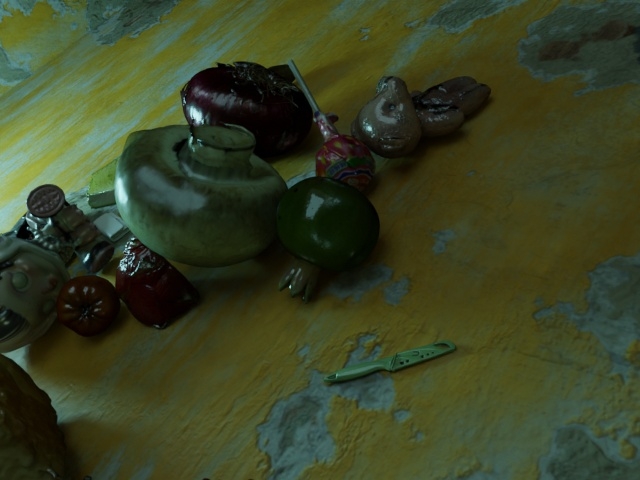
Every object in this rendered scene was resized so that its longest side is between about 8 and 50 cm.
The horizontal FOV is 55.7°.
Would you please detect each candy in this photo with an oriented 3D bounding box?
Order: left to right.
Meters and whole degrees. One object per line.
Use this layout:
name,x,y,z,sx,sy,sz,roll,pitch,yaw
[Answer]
candy,0.001,-0.251,1.279,0.124,0.124,0.365,-27,64,2

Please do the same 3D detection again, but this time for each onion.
onion,-0.177,-0.294,1.432,0.314,0.232,0.314,15,26,-8

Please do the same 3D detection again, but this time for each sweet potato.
sweet potato,-0.178,-0.381,1.663,0.285,0.085,0.112,-49,7,-8

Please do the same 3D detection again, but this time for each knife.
knife,0.102,0.185,0.907,0.207,0.014,0.030,-19,38,11

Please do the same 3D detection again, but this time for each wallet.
wallet,-0.525,-0.038,1.524,0.061,0.025,0.122,-38,39,-22

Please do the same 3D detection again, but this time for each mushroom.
mushroom,-0.224,-0.099,1.176,0.353,0.260,0.352,14,30,-8

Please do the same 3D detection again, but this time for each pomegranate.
pomegranate,-0.002,-0.001,1.069,0.187,0.187,0.225,23,89,45

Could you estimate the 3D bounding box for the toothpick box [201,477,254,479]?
toothpick box,-0.131,0.352,0.836,0.083,0.047,0.047,-8,43,24

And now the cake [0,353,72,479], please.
cake,-0.599,0.332,0.923,0.307,0.293,0.314,-41,24,-14

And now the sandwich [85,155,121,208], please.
sandwich,-0.565,-0.142,1.641,0.163,0.058,0.193,-35,41,-5

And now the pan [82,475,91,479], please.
pan,-0.428,0.452,0.903,0.129,0.048,0.201,-21,39,10

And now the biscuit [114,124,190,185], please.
biscuit,-0.405,-0.217,1.579,0.237,0.062,0.290,-7,39,-1

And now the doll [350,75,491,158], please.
doll,0.207,-0.293,1.270,0.303,0.156,0.201,-32,33,-11

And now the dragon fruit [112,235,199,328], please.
dragon fruit,-0.335,0.082,1.180,0.120,0.161,0.127,-43,30,-20

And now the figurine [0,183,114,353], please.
figurine,-0.632,0.072,1.302,0.211,0.253,0.361,-2,49,41

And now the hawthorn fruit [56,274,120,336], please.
hawthorn fruit,-0.478,0.129,1.235,0.140,0.125,0.125,24,61,42

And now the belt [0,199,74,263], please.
belt,-0.706,-0.008,1.537,0.184,0.105,0.261,-19,40,15
